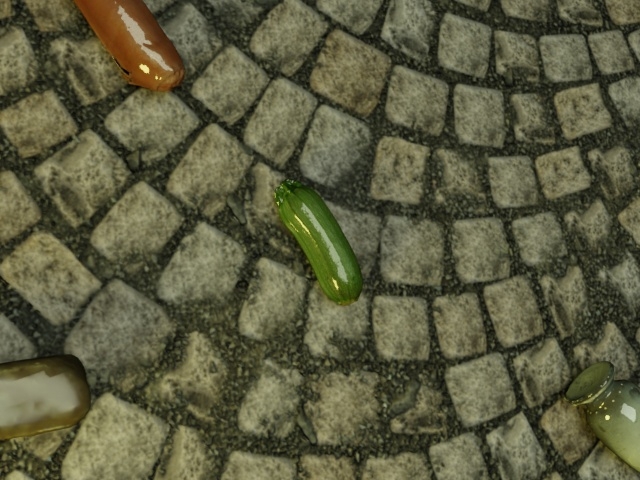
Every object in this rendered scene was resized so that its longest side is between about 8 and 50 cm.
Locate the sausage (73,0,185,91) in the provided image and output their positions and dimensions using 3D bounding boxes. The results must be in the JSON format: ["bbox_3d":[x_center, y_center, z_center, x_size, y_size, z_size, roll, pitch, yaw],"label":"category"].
[{"bbox_3d":[-0.350,-0.397,1.278,0.094,0.094,0.419,-36,92,-1],"label":"sausage"}]

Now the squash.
[{"bbox_3d":[0.000,0.000,1.326,0.077,0.068,0.219,-32,89,-19],"label":"squash"}]

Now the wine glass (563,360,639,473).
[{"bbox_3d":[0.512,0.301,1.421,0.204,0.111,0.111,44,67,-3],"label":"wine glass"}]

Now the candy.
[{"bbox_3d":[-0.420,0.210,1.106,0.234,0.104,0.102,-9,86,-21],"label":"candy"}]
